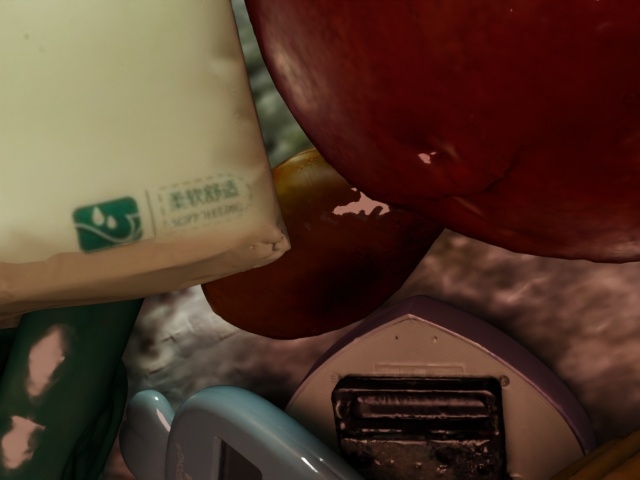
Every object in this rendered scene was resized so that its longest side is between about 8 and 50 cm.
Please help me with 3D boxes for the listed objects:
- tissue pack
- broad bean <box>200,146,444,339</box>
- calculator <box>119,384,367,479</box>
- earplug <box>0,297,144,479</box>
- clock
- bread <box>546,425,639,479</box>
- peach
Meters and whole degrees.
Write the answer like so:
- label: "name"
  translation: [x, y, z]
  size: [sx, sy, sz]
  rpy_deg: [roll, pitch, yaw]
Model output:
- label: "tissue pack"
  translation: [-0.235, -0.085, 0.597]
  size: [0.380, 0.207, 0.297]
  rpy_deg: [-15, 89, -15]
- label: "broad bean"
  translation: [0.000, 0.000, 0.759]
  size: [0.114, 0.084, 0.165]
  rpy_deg: [40, 117, -11]
- label: "calculator"
  translation: [-0.019, 0.190, 0.780]
  size: [0.302, 0.042, 0.188]
  rpy_deg: [36, 137, 31]
- label: "earplug"
  translation: [-0.204, 0.093, 0.807]
  size: [0.280, 0.164, 0.258]
  rpy_deg: [-13, 92, 31]
- label: "clock"
  translation: [0.064, 0.120, 0.762]
  size: [0.198, 0.064, 0.172]
  rpy_deg: [-1, 114, 16]
- label: "bread"
  translation: [0.214, 0.221, 0.683]
  size: [0.274, 0.149, 0.274]
  rpy_deg: [22, 132, 27]
- label: "peach"
  translation: [0.145, -0.201, 0.522]
  size: [0.353, 0.339, 0.417]
  rpy_deg: [31, 126, 33]
